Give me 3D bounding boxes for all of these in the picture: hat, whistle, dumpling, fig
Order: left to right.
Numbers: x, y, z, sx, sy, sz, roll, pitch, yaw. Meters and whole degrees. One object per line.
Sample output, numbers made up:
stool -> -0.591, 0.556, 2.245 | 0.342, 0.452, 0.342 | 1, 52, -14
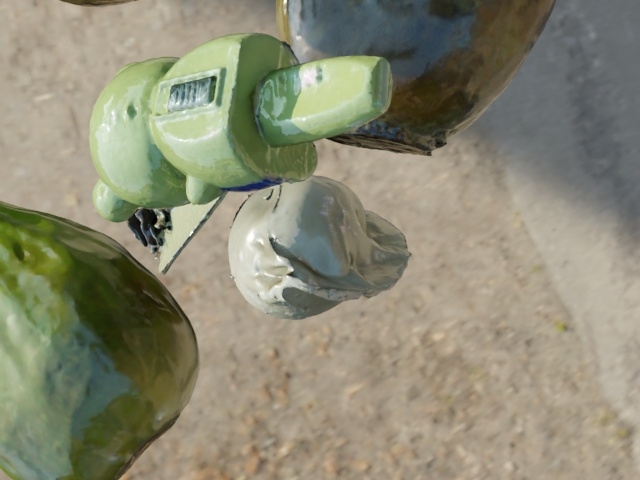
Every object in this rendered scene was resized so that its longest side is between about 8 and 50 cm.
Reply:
fig -> -0.185, 0.069, 1.144 | 0.233, 0.167, 0.167 | 52, 128, 30
hat -> -0.140, -0.101, 1.687 | 0.130, 0.257, 0.257 | 37, 125, -4
whistle -> -0.052, -0.071, 0.938 | 0.227, 0.085, 0.105 | -9, 65, 36
dumpling -> 0.000, 0.000, 1.564 | 0.247, 0.172, 0.142 | -127, 40, -63

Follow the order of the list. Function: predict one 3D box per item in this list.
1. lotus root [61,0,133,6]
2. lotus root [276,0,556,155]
lotus root -> -0.231, -0.372, 1.918 | 0.193, 0.291, 0.193 | 11, 117, 23
lotus root -> 0.090, -0.240, 1.374 | 0.250, 0.250, 0.346 | 16, 85, 32
